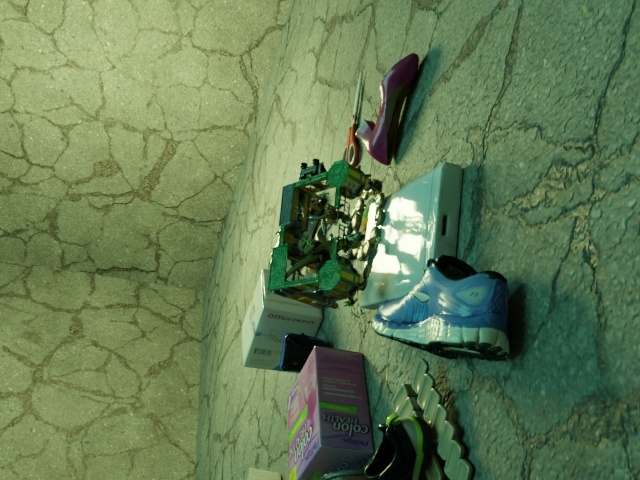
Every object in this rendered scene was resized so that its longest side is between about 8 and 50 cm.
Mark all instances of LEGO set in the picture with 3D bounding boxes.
[{"bbox_3d":[0.036,0.006,1.489,0.255,0.192,0.331,-22,58,37],"label":"LEGO set"}]

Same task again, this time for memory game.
[{"bbox_3d":[0.101,-0.046,1.535,0.186,0.012,0.186,-169,90,-74],"label":"memory game"}]

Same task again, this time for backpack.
[{"bbox_3d":[-0.039,0.284,1.782,0.101,0.120,0.098,-172,91,-84],"label":"backpack"}]

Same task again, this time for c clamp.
[{"bbox_3d":[0.082,-0.022,1.738,0.137,0.022,0.160,-121,44,-67],"label":"c clamp"}]

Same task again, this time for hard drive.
[{"bbox_3d":[0.167,0.005,1.380,0.353,0.047,0.233,149,130,-70],"label":"hard drive"}]

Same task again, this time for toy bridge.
[{"bbox_3d":[0.000,0.000,2.004,0.063,0.026,0.188,-104,29,-58],"label":"toy bridge"}]

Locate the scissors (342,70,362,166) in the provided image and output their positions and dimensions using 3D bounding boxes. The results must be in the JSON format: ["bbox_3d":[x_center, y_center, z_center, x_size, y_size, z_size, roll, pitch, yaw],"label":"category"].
[{"bbox_3d":[0.086,-0.315,1.920,0.109,0.021,0.297,131,145,-64],"label":"scissors"}]

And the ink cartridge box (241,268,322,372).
[{"bbox_3d":[-0.112,0.229,1.978,0.168,0.171,0.232,-100,27,-52],"label":"ink cartridge box"}]

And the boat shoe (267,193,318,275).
[{"bbox_3d":[-0.084,-0.013,2.155,0.105,0.113,0.306,-117,42,-75],"label":"boat shoe"}]

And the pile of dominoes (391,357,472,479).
[{"bbox_3d":[0.184,0.346,1.157,0.251,0.040,0.196,-110,34,-46],"label":"pile of dominoes"}]

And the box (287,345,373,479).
[{"bbox_3d":[0.013,0.395,1.529,0.243,0.117,0.213,-95,22,-43],"label":"box"}]

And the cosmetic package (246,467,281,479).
[{"bbox_3d":[-0.160,0.722,1.886,0.238,0.107,0.127,-136,60,-80],"label":"cosmetic package"}]

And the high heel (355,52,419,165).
[{"bbox_3d":[0.171,-0.289,1.557,0.117,0.082,0.244,51,120,29],"label":"high heel"}]

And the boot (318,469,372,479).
[{"bbox_3d":[0.033,0.600,1.328,0.264,0.096,0.280,-30,55,17],"label":"boot"}]

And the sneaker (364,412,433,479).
[{"bbox_3d":[0.110,0.388,1.143,0.084,0.097,0.234,-150,68,-67],"label":"sneaker"}]

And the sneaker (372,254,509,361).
[{"bbox_3d":[0.197,0.106,1.116,0.330,0.130,0.147,-13,58,65],"label":"sneaker"}]
